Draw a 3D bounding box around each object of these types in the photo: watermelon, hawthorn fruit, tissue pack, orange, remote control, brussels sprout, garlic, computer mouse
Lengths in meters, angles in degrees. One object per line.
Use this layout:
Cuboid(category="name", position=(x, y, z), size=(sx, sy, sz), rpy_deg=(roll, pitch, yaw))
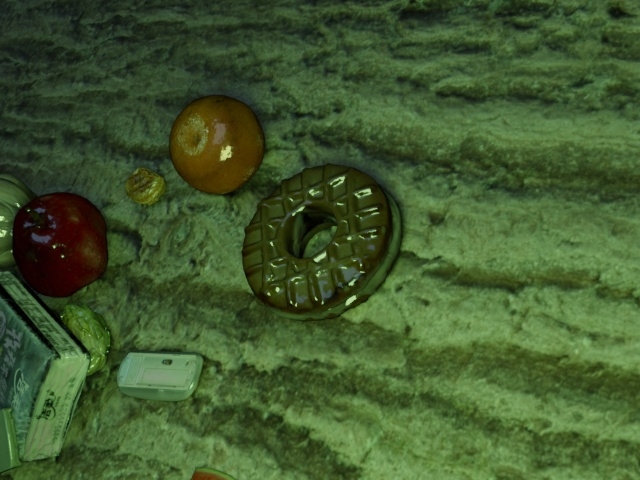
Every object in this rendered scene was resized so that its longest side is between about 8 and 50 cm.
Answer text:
Cuboid(category="watermelon", position=(-0.205, 0.448, 1.492), size=(0.125, 0.094, 0.135), rpy_deg=(-45, 46, 7))
Cuboid(category="hawthorn fruit", position=(-0.577, -0.011, 1.877), size=(0.210, 0.266, 0.230), rpy_deg=(1, 60, 3))
Cuboid(category="tissue pack", position=(-0.629, 0.251, 1.774), size=(0.361, 0.122, 0.259), rpy_deg=(33, 112, 38))
Cuboid(category="orange", position=(-0.220, -0.205, 1.856), size=(0.224, 0.170, 0.223), rpy_deg=(-7, 78, 36))
Cuboid(category="remote control", position=(-0.683, 0.420, 1.720), size=(0.285, 0.038, 0.123), rpy_deg=(-24, 74, 41))
Cuboid(category="brussels sprout", position=(-0.507, 0.215, 1.802), size=(0.139, 0.100, 0.181), rpy_deg=(-47, 63, 1))
Cuboid(category="garlic", position=(-0.737, -0.044, 2.022), size=(0.152, 0.227, 0.227), rpy_deg=(0, 57, -4))
Cuboid(category="computer mouse", position=(-0.316, 0.265, 1.695), size=(0.199, 0.045, 0.102), rpy_deg=(-3, 59, 28))

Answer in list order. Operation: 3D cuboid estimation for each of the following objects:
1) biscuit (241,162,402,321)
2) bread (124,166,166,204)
Cuboid(category="biscuit", position=(0.000, 0.000, 1.649), size=(0.332, 0.103, 0.331), rpy_deg=(-14, 55, 21))
Cuboid(category="bread", position=(-0.409, -0.125, 1.990), size=(0.111, 0.044, 0.083), rpy_deg=(25, 79, 39))
